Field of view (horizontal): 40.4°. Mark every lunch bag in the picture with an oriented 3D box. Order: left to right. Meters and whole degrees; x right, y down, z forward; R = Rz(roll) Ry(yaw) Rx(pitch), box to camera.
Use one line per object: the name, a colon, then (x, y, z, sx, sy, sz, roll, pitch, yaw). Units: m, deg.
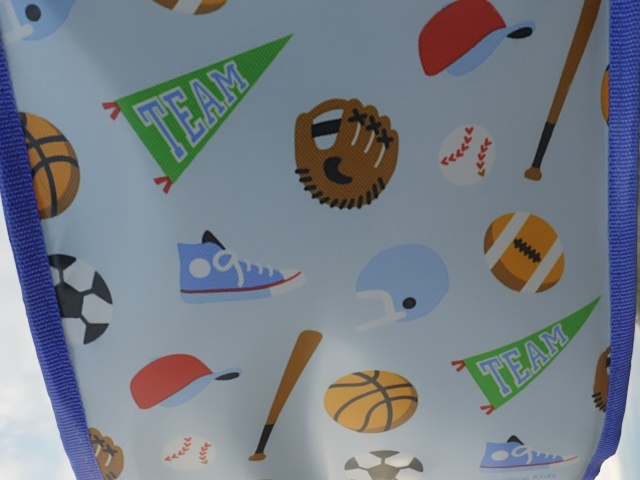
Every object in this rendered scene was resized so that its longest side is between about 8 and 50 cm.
lunch bag: (0.000, 0.000, 0.525, 0.239, 0.328, 0.385, -111, 13, -73)
